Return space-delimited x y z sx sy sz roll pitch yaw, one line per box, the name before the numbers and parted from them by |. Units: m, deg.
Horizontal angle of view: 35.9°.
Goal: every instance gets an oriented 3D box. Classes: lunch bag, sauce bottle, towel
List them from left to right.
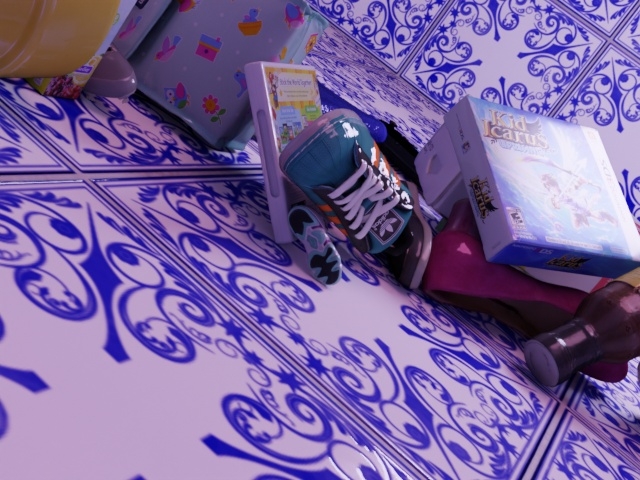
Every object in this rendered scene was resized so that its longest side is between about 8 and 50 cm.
lunch bag | -0.160 -0.277 1.281 0.262 0.223 0.160 38 10 7
towel | -0.040 -0.239 1.720 0.227 0.076 0.308 36 15 26
sauce bottle | 0.431 0.098 1.355 0.344 0.111 0.111 -21 47 -21

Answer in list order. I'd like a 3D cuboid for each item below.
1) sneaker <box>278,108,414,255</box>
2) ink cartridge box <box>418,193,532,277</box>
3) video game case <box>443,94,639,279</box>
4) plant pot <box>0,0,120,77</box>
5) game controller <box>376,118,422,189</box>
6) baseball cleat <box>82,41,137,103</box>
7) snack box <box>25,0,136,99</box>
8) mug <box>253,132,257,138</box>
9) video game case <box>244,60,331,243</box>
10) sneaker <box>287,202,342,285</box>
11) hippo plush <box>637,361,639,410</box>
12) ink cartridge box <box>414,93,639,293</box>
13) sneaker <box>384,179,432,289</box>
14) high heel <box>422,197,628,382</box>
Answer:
sneaker | 0.050 -0.057 1.143 0.121 0.108 0.302 50 6 19
ink cartridge box | 0.258 0.010 1.650 0.235 0.056 0.171 12 29 -52
video game case | 0.324 -0.074 1.415 0.269 0.061 0.244 8 54 -32
plant pot | -0.345 -0.272 0.893 0.239 0.254 0.254 -12 49 -48
game controller | 0.231 -0.127 1.961 0.166 0.067 0.319 14 28 -53
baseball cleat | -0.285 -0.245 1.141 0.072 0.109 0.206 -30 55 -36
snack box | -0.289 -0.289 1.073 0.174 0.207 0.070 40 16 15
mug | -0.071 -0.172 1.476 0.078 0.062 0.064 30 24 2
video game case | -0.030 -0.113 1.211 0.227 0.026 0.206 -28 110 -72
sneaker | 0.000 0.000 1.124 0.098 0.038 0.069 65 13 -7
hippo plush | 0.583 0.286 1.378 0.294 0.234 0.236 19 50 -8
ink cartridge box | 0.366 -0.053 1.660 0.384 0.160 0.279 33 17 -13
sneaker | 0.077 -0.015 1.339 0.118 0.083 0.222 11 30 -12
high heel | 0.286 0.121 1.392 0.377 0.127 0.181 40 48 -10
